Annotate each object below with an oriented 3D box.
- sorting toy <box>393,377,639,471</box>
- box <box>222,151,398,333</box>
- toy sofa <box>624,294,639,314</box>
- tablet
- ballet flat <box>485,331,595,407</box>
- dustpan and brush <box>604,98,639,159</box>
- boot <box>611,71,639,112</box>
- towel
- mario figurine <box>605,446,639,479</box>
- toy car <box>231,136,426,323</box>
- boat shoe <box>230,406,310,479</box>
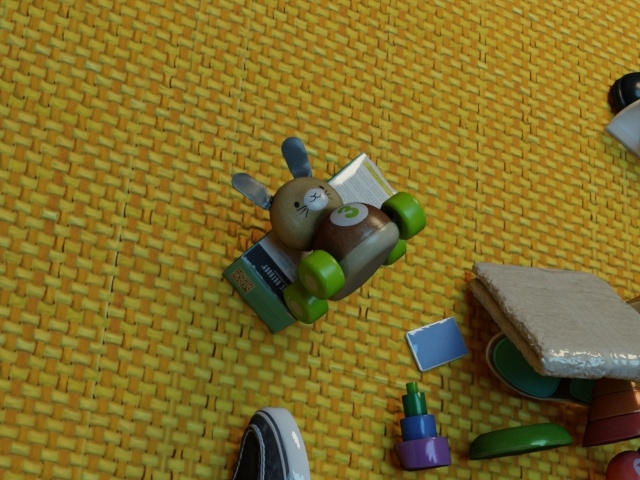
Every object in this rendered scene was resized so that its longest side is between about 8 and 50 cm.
[{"bbox_3d":[0.260,0.200,1.431,0.365,0.127,0.126,-4,75,-15],"label":"sorting toy"},{"bbox_3d":[0.000,0.000,1.422,0.100,0.060,0.244,50,54,-3],"label":"box"},{"bbox_3d":[0.543,0.097,1.512,0.177,0.362,0.150,-4,71,-26],"label":"toy sofa"},{"bbox_3d":[0.149,0.132,1.486,0.083,0.006,0.054,-15,78,-35],"label":"tablet"},{"bbox_3d":[0.309,0.170,1.522,0.248,0.086,0.086,24,59,-20],"label":"ballet flat"},{"bbox_3d":[0.551,-0.192,1.731,0.147,0.211,0.060,38,22,-12],"label":"dustpan and brush"},{"bbox_3d":[0.603,-0.247,1.787,0.246,0.207,0.094,7,67,-27],"label":"boot"},{"bbox_3d":[0.309,0.102,1.445,0.187,0.282,0.049,4,111,-13],"label":"towel"},{"bbox_3d":[0.515,0.309,1.514,0.320,0.198,0.170,9,80,-31],"label":"mario figurine"},{"bbox_3d":[-0.006,-0.031,1.318,0.155,0.149,0.188,-35,78,-26],"label":"toy car"},{"bbox_3d":[-0.080,0.321,1.219,0.102,0.108,0.301,12,71,-27],"label":"boat shoe"}]
